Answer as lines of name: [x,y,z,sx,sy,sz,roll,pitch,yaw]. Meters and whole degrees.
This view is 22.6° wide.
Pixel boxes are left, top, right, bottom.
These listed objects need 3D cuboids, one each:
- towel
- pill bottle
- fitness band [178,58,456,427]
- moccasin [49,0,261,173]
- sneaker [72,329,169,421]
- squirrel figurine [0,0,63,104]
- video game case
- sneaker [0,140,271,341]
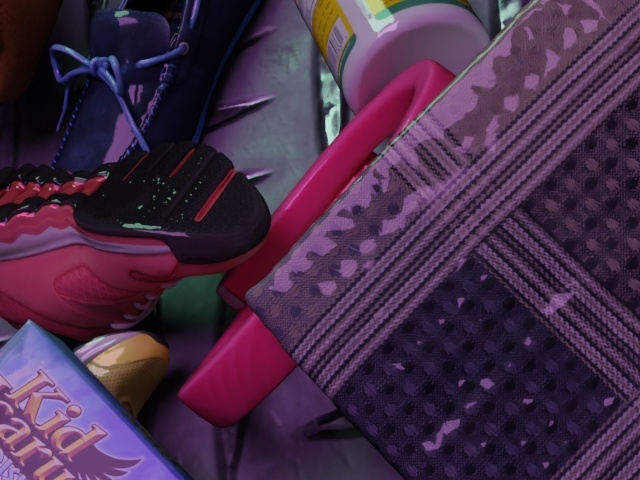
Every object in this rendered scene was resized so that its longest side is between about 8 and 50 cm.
towel: [0.168,0.032,0.959,0.324,0.056,0.312,-45,79,1]
pill bottle: [0.045,-0.187,1.251,0.118,0.117,0.208,-32,46,7]
fitness band: [0.000,0.000,1.098,0.291,0.054,0.209,-52,8,0]
moccasin: [-0.158,-0.160,1.356,0.138,0.117,0.342,3,60,33]
sneaker: [-0.174,0.158,1.167,0.208,0.081,0.094,-49,55,-1]
squirrel figurine: [-0.390,-0.286,1.408,0.370,0.281,0.397,10,104,34]
video game case: [-0.190,0.229,1.071,0.244,0.061,0.269,-45,66,-6]
sneaker: [-0.151,0.012,1.216,0.314,0.136,0.116,-1,35,37]
